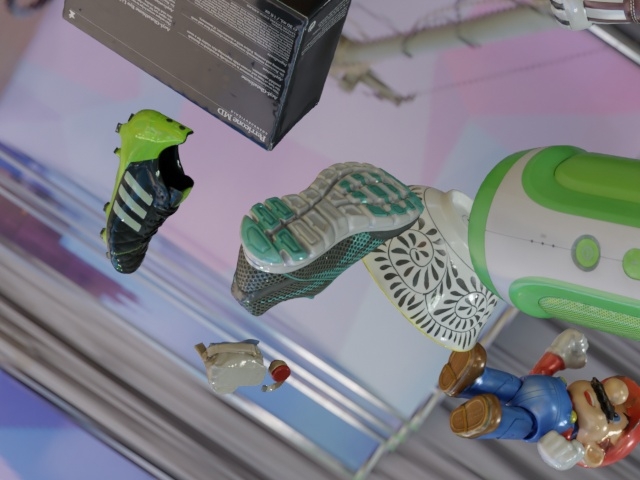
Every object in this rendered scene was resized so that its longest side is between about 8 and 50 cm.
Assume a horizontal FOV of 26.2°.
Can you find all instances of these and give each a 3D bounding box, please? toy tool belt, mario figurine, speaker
[{"bbox_3d":[-0.073,0.111,1.287,0.051,0.083,0.052,56,-43,45],"label":"toy tool belt"},{"bbox_3d":[0.325,0.208,1.849,0.170,0.320,0.198,-3,-104,56],"label":"mario figurine"},{"bbox_3d":[0.238,0.013,0.883,0.296,0.131,0.131,15,-115,47],"label":"speaker"}]

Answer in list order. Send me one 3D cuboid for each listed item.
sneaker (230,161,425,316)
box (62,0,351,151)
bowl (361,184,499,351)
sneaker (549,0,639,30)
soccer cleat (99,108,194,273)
[{"bbox_3d":[0.000,0.000,0.906,0.166,0.065,0.076,-20,146,-43],"label":"sneaker"},{"bbox_3d":[-0.112,-0.235,1.322,0.103,0.261,0.184,-48,167,-40],"label":"box"},{"bbox_3d":[0.109,0.007,1.216,0.080,0.170,0.170,-41,-172,22],"label":"bowl"},{"bbox_3d":[0.312,-0.271,1.113,0.281,0.162,0.106,-59,141,-18],"label":"sneaker"},{"bbox_3d":[-0.158,-0.036,1.269,0.060,0.072,0.179,-53,160,-53],"label":"soccer cleat"}]
